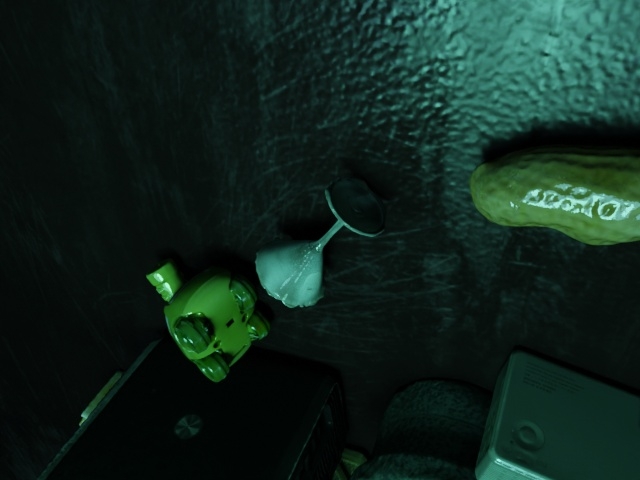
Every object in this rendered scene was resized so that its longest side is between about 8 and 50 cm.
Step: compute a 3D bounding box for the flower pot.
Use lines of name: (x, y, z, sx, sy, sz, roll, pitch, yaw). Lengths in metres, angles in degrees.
flower pot: (0.198, 0.412, 0.915, 0.299, 0.283, 0.299, 14, 130, 17)

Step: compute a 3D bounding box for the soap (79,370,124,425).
soap: (-0.406, 0.414, 1.331, 0.232, 0.140, 0.073, 31, 135, 1)

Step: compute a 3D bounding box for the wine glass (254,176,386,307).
wine glass: (0.000, 0.000, 0.798, 0.122, 0.122, 0.183, 37, 131, -5)

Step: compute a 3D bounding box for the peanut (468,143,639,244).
peanut: (0.271, -0.048, 0.624, 0.226, 0.095, 0.108, 7, 132, 24)

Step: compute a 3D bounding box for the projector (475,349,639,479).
projector: (0.355, 0.282, 0.790, 0.257, 0.192, 0.099, 20, 138, 12)

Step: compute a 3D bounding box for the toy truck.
toy truck: (-0.196, 0.127, 0.993, 0.211, 0.148, 0.187, 14, 139, 45)

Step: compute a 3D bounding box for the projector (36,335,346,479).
projector: (-0.199, 0.400, 1.033, 0.405, 0.395, 0.242, 8, 128, 22)

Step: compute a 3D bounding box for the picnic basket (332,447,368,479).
picnic basket: (-0.028, 0.505, 1.199, 0.267, 0.139, 0.165, 9, 130, 26)
